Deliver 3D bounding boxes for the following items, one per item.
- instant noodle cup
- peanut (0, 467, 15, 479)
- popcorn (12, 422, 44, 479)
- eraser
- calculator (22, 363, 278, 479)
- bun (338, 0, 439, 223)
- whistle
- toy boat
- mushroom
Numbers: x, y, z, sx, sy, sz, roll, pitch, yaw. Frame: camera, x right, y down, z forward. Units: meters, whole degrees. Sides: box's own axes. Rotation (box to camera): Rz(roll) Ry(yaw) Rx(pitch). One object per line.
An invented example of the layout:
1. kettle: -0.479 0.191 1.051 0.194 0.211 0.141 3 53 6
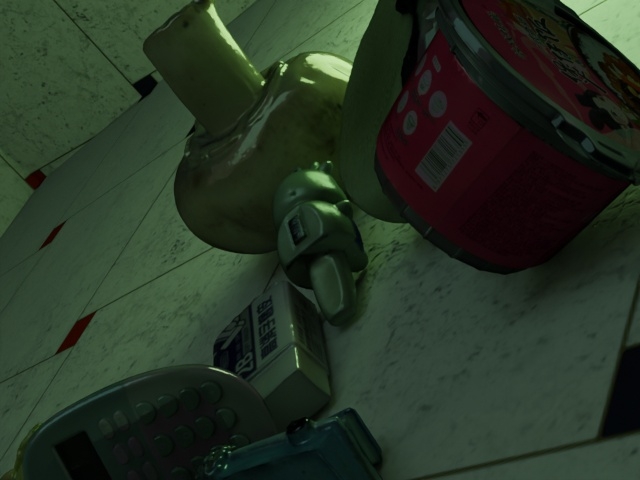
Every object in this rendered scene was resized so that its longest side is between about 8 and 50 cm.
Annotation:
1. instant noodle cup: 0.161 -0.089 0.989 0.181 0.258 0.302 -53 13 30
2. peanut: -0.459 0.372 1.665 0.113 0.054 0.054 -46 19 5
3. popcorn: -0.258 0.258 1.209 0.135 0.141 0.162 26 54 35
4. eraser: -0.057 0.140 1.233 0.124 0.068 0.210 -41 21 11
5. calculator: -0.182 0.232 1.119 0.299 0.185 0.041 -28 5 6
6. bun: 0.136 -0.148 1.232 0.283 0.179 0.283 -169 90 -74
7. whistle: 0.000 0.000 1.315 0.110 0.092 0.244 -39 45 20
8. toy boat: -0.044 0.219 1.018 0.238 0.109 0.098 -31 5 33
9. mushroom: -0.097 -0.165 1.511 0.314 0.336 0.314 -33 21 14
